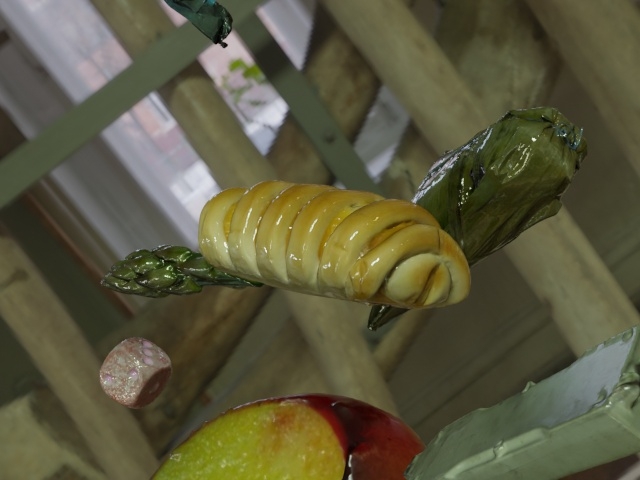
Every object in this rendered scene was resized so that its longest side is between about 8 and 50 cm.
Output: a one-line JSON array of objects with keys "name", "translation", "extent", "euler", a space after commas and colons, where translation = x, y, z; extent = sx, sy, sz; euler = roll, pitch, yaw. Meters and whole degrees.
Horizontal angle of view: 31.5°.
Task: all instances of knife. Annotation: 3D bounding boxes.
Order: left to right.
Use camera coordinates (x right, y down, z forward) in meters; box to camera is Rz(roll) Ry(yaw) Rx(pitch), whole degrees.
[{"name": "knife", "translation": [-0.208, -0.319, 1.256], "extent": [0.044, 0.296, 0.026], "euler": [-37, 21, 40]}]

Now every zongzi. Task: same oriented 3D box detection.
[{"name": "zongzi", "translation": [0.175, -0.021, 1.320], "extent": [0.274, 0.125, 0.251], "euler": [-52, 9, -30]}]

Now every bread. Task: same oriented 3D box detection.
[{"name": "bread", "translation": [0.000, 0.000, 1.226], "extent": [0.311, 0.173, 0.121], "euler": [11, 90, 40]}]

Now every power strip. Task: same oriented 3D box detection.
[{"name": "power strip", "translation": [0.149, 0.142, 0.823], "extent": [0.080, 0.048, 0.286], "euler": [-52, 8, -38]}]

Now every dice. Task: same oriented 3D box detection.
[{"name": "dice", "translation": [-0.320, 0.230, 1.976], "extent": [0.094, 0.091, 0.093], "euler": [-61, -21, 16]}]

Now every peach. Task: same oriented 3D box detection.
[{"name": "peach", "translation": [-0.013, 0.346, 1.166], "extent": [0.406, 0.310, 0.335], "euler": [-51, 44, 11]}]

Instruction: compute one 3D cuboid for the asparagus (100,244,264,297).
[{"name": "asparagus", "translation": [-0.201, 0.041, 1.596], "extent": [0.287, 0.080, 0.080], "euler": [-8, 29, 32]}]
